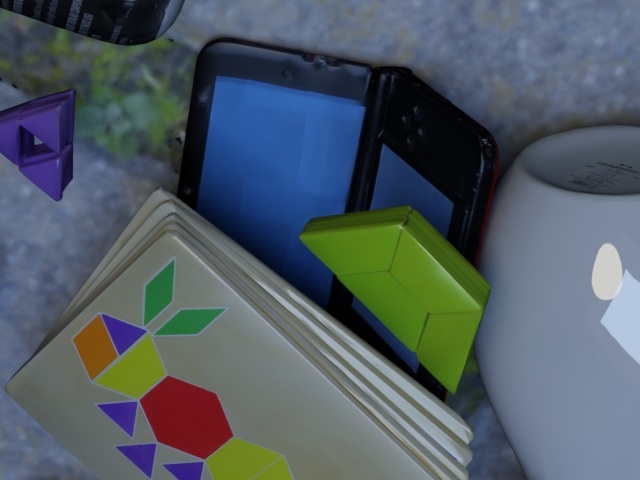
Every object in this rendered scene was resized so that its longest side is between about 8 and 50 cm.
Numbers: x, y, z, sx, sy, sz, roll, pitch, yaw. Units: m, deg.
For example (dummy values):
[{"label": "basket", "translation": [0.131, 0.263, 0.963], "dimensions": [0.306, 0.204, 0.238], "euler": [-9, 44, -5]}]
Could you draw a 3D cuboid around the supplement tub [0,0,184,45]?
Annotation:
[{"label": "supplement tub", "translation": [-0.172, -0.200, 0.548], "dimensions": [0.316, 0.193, 0.193], "euler": [18, 113, -10]}]

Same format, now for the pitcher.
[{"label": "pitcher", "translation": [0.146, 0.067, 0.694], "dimensions": [0.125, 0.178, 0.207], "euler": [-26, 121, -39]}]

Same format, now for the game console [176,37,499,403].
[{"label": "game console", "translation": [0.000, 0.000, 0.706], "dimensions": [0.085, 0.124, 0.144], "euler": [-4, 118, -28]}]

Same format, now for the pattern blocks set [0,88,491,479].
[{"label": "pattern blocks set", "translation": [-0.040, 0.076, 0.711], "dimensions": [0.285, 0.026, 0.325], "euler": [-31, 105, 34]}]
